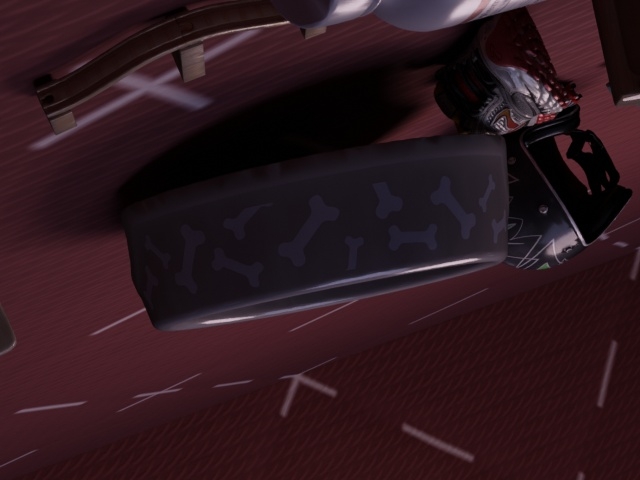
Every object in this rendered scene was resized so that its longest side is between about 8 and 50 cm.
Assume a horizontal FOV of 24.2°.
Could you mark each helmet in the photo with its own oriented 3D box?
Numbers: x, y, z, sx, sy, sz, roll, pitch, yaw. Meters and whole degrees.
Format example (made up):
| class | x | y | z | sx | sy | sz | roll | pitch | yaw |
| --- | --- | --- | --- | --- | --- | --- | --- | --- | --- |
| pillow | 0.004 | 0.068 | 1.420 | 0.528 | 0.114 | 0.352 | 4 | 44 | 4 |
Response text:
| class | x | y | z | sx | sy | sz | roll | pitch | yaw |
| --- | --- | --- | --- | --- | --- | --- | --- | --- | --- |
| helmet | 0.220 | -0.048 | 1.537 | 0.161 | 0.169 | 0.169 | -38 | 177 | -25 |

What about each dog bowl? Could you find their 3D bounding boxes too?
| class | x | y | z | sx | sy | sz | roll | pitch | yaw |
| --- | --- | --- | --- | --- | --- | --- | --- | --- | --- |
| dog bowl | 0.000 | 0.000 | 1.271 | 0.349 | 0.102 | 0.349 | -11 | 175 | -1 |

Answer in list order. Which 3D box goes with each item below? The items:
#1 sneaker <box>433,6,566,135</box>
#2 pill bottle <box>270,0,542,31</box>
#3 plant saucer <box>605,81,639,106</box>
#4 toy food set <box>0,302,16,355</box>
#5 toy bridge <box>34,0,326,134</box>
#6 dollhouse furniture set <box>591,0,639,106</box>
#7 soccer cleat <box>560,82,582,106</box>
| class | x | y | z | sx | sy | sz | roll | pitch | yaw |
| --- | --- | --- | --- | --- | --- | --- | --- | --- | --- |
| sneaker | 0.139 | -0.120 | 1.190 | 0.093 | 0.088 | 0.225 | -22 | 170 | 3 |
| pill bottle | 0.077 | -0.167 | 0.700 | 0.216 | 0.121 | 0.121 | -18 | 169 | -24 |
| plant saucer | 0.375 | -0.129 | 1.450 | 0.067 | 0.192 | 0.018 | -35 | 136 | -36 |
| toy food set | -0.367 | 0.090 | 1.153 | 0.220 | 0.092 | 0.306 | -22 | 171 | -5 |
| toy bridge | -0.080 | -0.116 | 0.895 | 0.188 | 0.026 | 0.063 | -22 | 169 | -7 |
| dollhouse furniture set | 0.279 | -0.190 | 1.051 | 0.151 | 0.144 | 0.123 | -8 | 164 | -4 |
| soccer cleat | 0.229 | -0.138 | 1.469 | 0.036 | 0.029 | 0.083 | -33 | 171 | 27 |
